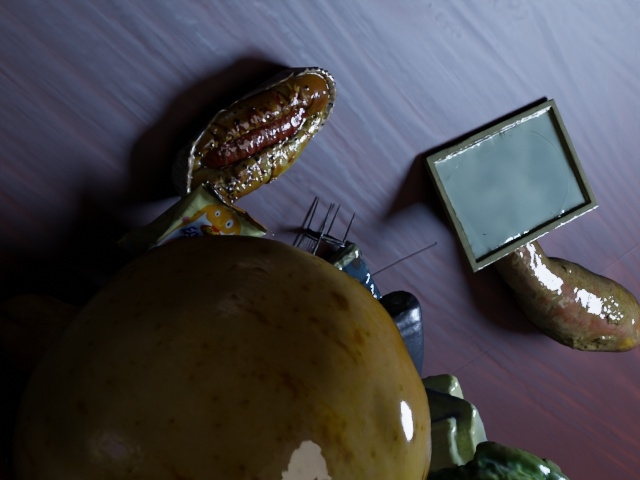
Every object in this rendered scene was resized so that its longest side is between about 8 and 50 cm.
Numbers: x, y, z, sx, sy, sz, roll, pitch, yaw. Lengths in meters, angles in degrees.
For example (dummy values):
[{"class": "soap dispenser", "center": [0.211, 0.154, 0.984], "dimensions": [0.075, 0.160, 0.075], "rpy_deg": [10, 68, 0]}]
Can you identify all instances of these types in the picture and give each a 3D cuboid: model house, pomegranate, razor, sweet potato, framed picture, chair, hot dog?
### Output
[{"class": "model house", "center": [0.182, 0.306, 1.828], "dimensions": [0.261, 0.266, 0.321], "rpy_deg": [-16, 122, 7]}, {"class": "pomegranate", "center": [-0.109, 0.162, 1.403], "dimensions": [0.410, 0.410, 0.410], "rpy_deg": [-24, 130, -32]}, {"class": "razor", "center": [0.073, 0.132, 1.750], "dimensions": [0.090, 0.054, 0.148], "rpy_deg": [-26, 132, -29]}, {"class": "sweet potato", "center": [0.280, 0.058, 1.922], "dimensions": [0.385, 0.109, 0.109], "rpy_deg": [31, 91, -44]}, {"class": "framed picture", "center": [0.215, -0.064, 1.781], "dimensions": [0.201, 0.010, 0.136], "rpy_deg": [-26, 95, -31]}, {"class": "chair", "center": [0.001, 0.001, 1.651], "dimensions": [0.042, 0.037, 0.086], "rpy_deg": [24, 93, -38]}, {"class": "hot dog", "center": [-0.059, -0.098, 1.513], "dimensions": [0.192, 0.053, 0.099], "rpy_deg": [-36, 140, -19]}]

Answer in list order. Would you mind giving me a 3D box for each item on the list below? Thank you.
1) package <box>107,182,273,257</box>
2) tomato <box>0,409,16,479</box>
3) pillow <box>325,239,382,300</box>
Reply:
[{"class": "package", "center": [-0.121, -0.004, 1.494], "dimensions": [0.121, 0.031, 0.108], "rpy_deg": [-30, 144, 18]}, {"class": "tomato", "center": [-0.330, 0.269, 1.409], "dimensions": [0.200, 0.140, 0.233], "rpy_deg": [-31, 105, -62]}, {"class": "pillow", "center": [-0.024, 0.136, 1.721], "dimensions": [0.255, 0.034, 0.189], "rpy_deg": [-45, 140, -16]}]
